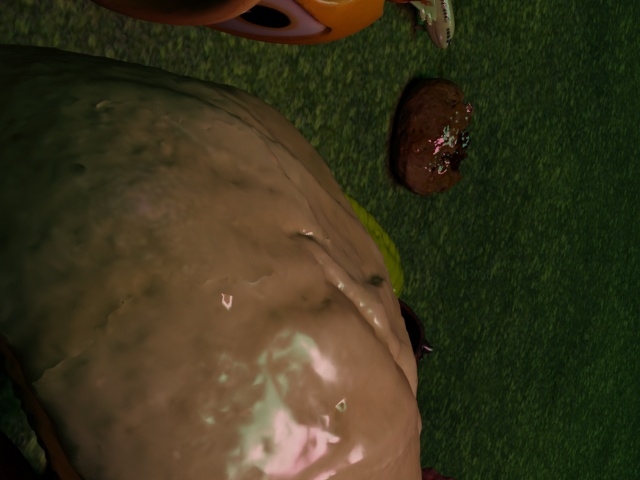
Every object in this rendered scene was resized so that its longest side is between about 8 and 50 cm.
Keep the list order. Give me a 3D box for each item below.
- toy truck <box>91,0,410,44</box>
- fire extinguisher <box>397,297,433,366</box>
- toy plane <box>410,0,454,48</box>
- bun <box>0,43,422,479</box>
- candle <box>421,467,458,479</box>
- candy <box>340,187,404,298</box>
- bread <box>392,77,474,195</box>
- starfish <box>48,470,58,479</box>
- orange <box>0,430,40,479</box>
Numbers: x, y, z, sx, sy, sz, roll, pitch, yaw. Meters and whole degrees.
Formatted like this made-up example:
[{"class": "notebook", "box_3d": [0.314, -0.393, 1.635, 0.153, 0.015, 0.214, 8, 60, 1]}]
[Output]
[{"class": "toy truck", "box_3d": [-0.047, -0.242, 0.882, 0.211, 0.204, 0.288, -39, 136, -48]}, {"class": "fire extinguisher", "box_3d": [0.019, 0.190, 1.294, 0.141, 0.105, 0.341, -16, 137, -29]}, {"class": "toy plane", "box_3d": [0.102, -0.226, 1.380, 0.102, 0.040, 0.111, -47, 142, -43]}, {"class": "bun", "box_3d": [-0.067, 0.046, 0.781, 0.202, 0.364, 0.364, -30, 138, -13]}, {"class": "candle", "box_3d": [0.109, 0.398, 1.498, 0.317, 0.287, 0.131, 53, 42, -3]}, {"class": "candy", "box_3d": [0.000, 0.000, 1.228, 0.097, 0.096, 0.209, -67, 151, -18]}, {"class": "bread", "box_3d": [0.106, -0.094, 1.432, 0.082, 0.060, 0.113, -30, 130, -60]}, {"class": "starfish", "box_3d": [-0.169, 0.180, 1.018, 0.133, 0.041, 0.130, 67, 31, -55]}, {"class": "orange", "box_3d": [-0.235, 0.204, 0.696, 0.284, 0.226, 0.284, -38, 139, -43]}]
